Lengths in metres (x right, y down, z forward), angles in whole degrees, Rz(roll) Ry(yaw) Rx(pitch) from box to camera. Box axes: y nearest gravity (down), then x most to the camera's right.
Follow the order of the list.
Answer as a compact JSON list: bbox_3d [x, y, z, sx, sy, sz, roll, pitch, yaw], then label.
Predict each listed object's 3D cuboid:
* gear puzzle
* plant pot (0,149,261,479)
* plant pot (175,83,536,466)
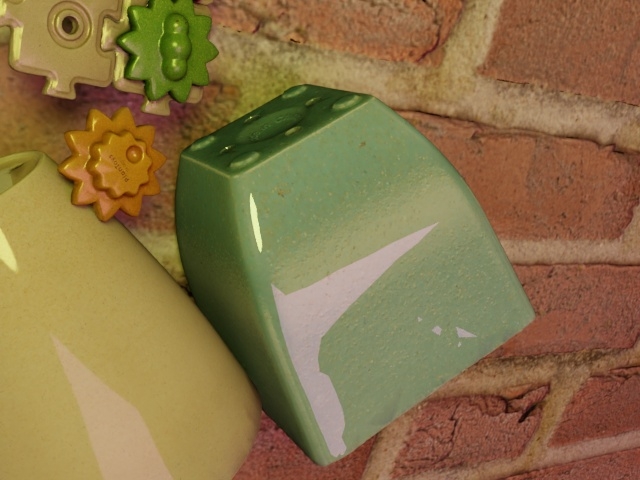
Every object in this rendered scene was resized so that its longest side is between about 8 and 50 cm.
[{"bbox_3d":[-0.141,-0.181,0.657,0.175,0.044,0.339,5,94,-40],"label":"gear puzzle"},{"bbox_3d":[-0.215,0.075,0.732,0.256,0.256,0.274,-31,116,-18],"label":"plant pot"},{"bbox_3d":[0.000,0.000,0.839,0.247,0.248,0.252,-32,115,-17],"label":"plant pot"}]
